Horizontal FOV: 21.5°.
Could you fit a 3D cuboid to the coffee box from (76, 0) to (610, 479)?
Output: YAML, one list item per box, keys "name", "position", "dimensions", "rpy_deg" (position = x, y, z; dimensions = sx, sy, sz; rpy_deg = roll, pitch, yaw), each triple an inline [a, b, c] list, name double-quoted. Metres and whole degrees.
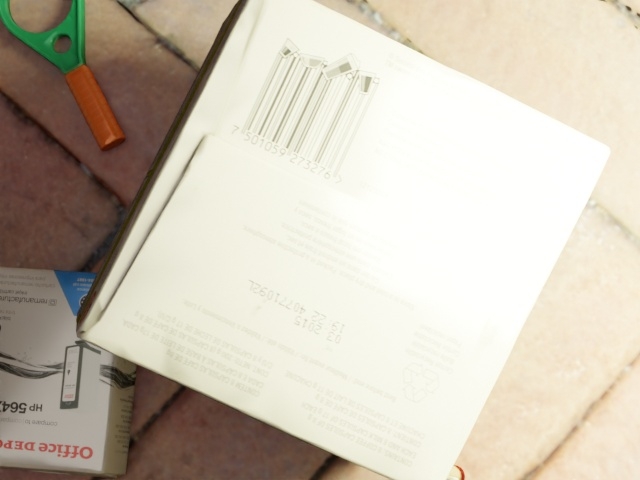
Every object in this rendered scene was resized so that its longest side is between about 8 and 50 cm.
- name: "coffee box"
  position: [0.000, 0.000, 1.545]
  dimensions: [0.338, 0.334, 0.338]
  rpy_deg: [26, 86, -8]

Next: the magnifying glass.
- name: "magnifying glass"
  position: [-0.271, -0.201, 1.806]
  dimensions: [0.092, 0.026, 0.231]
  rpy_deg: [-28, 77, 2]

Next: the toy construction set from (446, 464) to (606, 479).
- name: "toy construction set"
  position: [0.219, 0.318, 1.553]
  dimensions: [0.309, 0.237, 0.257]
  rpy_deg: [37, 88, 12]

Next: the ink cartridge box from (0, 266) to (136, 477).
- name: "ink cartridge box"
  position: [-0.269, 0.135, 1.722]
  dimensions: [0.148, 0.086, 0.203]
  rpy_deg: [3, 81, 8]
